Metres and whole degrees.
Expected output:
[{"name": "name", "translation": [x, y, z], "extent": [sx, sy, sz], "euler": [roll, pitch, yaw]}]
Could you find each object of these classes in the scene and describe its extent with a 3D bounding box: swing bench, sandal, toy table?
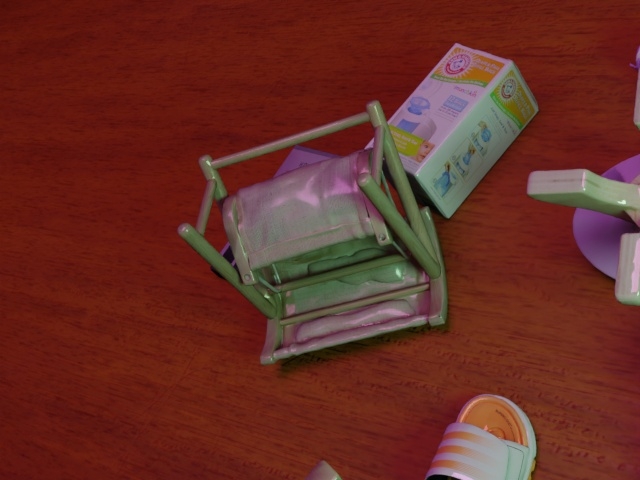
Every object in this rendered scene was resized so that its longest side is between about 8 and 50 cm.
[{"name": "swing bench", "translation": [0.000, 0.000, 1.283], "extent": [0.253, 0.254, 0.165], "euler": [-15, 37, 20]}, {"name": "sandal", "translation": [0.154, 0.274, 1.071], "extent": [0.102, 0.076, 0.265], "euler": [-3, 55, 35]}, {"name": "toy table", "translation": [0.370, -0.043, 1.075], "extent": [0.274, 0.161, 0.252], "euler": [-14, 65, 36]}]

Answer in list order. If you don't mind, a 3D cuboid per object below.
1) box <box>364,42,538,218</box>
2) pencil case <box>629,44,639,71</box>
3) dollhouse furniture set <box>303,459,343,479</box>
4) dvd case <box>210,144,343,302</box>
[{"name": "box", "translation": [0.178, -0.150, 1.381], "extent": [0.203, 0.103, 0.114], "euler": [-49, 43, -7]}, {"name": "pencil case", "translation": [0.451, -0.178, 1.221], "extent": [0.088, 0.086, 0.206], "euler": [-53, 33, 31]}, {"name": "dollhouse furniture set", "translation": [0.086, 0.371, 0.827], "extent": [0.152, 0.374, 0.201], "euler": [-45, 40, -9]}, {"name": "dvd case", "translation": [-0.036, -0.027, 1.495], "extent": [0.179, 0.029, 0.238], "euler": [19, 69, 44]}]
